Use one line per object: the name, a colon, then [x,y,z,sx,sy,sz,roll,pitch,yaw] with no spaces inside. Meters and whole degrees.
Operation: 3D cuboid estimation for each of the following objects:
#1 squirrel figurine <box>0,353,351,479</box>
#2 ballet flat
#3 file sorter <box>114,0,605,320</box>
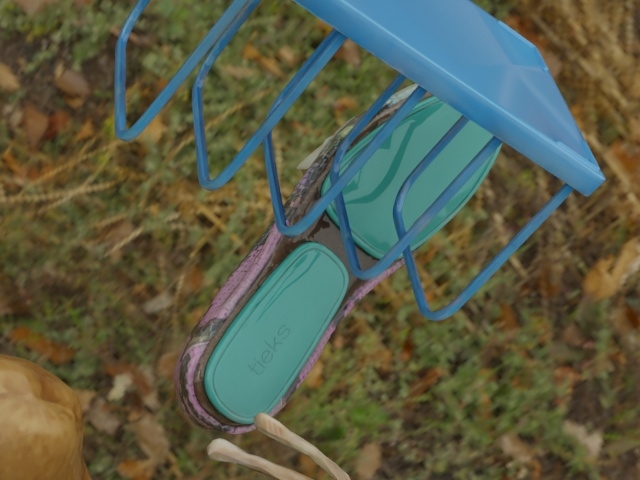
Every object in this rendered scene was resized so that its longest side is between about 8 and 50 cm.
squirrel figurine: [-0.103,0.220,0.582,0.371,0.397,0.281,0,34,0]
ballet flat: [0.000,0.000,0.747,0.077,0.079,0.221,46,76,-25]
file sorter: [0.010,-0.061,0.627,0.170,0.104,0.118,30,25,-24]
